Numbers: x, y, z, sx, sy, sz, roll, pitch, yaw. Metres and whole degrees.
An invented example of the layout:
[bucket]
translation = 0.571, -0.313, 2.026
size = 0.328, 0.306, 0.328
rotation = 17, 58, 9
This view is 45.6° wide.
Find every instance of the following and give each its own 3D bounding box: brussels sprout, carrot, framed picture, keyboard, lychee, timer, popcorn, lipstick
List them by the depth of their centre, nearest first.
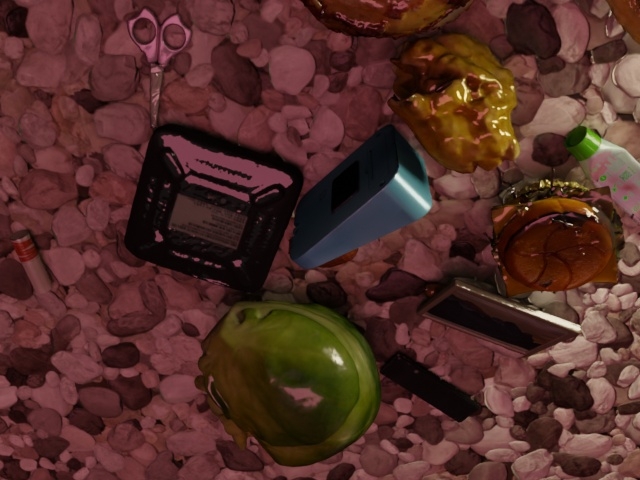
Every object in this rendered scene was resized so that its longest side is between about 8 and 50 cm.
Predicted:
[popcorn]
translation = 0.223, -0.231, 1.243
size = 0.190, 0.191, 0.253
rotation = -44, 101, 9
[timer]
translation = 0.062, -0.064, 1.321
size = 0.250, 0.232, 0.091
rotation = -35, 115, 22
[lychee]
translation = 0.003, 0.002, 1.434
size = 0.140, 0.101, 0.115
rotation = 9, 112, 6
[framed picture]
translation = 0.342, 0.157, 1.490
size = 0.265, 0.018, 0.192
rotation = 20, 154, -8
[brussels sprout]
translation = -0.049, 0.265, 1.500
size = 0.371, 0.276, 0.314
rotation = 43, 127, -11
[carrot]
translation = 0.285, 0.115, 1.520
size = 0.165, 0.036, 0.036
rotation = 14, 119, -7
[lipstick]
translation = -0.581, 0.044, 1.531
size = 0.038, 0.038, 0.131
rotation = -10, 119, 9
[keyboard]
translation = 0.237, 0.318, 1.646
size = 0.231, 0.023, 0.072
rotation = 33, 123, -14

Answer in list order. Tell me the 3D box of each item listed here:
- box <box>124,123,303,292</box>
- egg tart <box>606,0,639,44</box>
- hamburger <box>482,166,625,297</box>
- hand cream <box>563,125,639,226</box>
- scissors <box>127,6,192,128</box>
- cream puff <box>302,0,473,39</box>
[box]
translation = -0.205, -0.054, 1.431
size = 0.289, 0.073, 0.289
rotation = 19, 119, -8
[egg tart]
translation = 0.599, -0.465, 1.089
size = 0.442, 0.178, 0.444
rotation = 2, 117, 4
[hamburger]
translation = 0.417, -0.016, 1.371
size = 0.243, 0.139, 0.262
rotation = -8, 127, 11
[hand cream]
translation = 0.551, -0.108, 1.375
size = 0.275, 0.050, 0.079
rotation = 35, 141, -21
[scissors]
translation = -0.285, -0.296, 1.329
size = 0.110, 0.021, 0.212
rotation = 8, 120, -5
[cream puff]
translation = 0.099, -0.454, 1.095
size = 0.350, 0.229, 0.351
rotation = 3, 127, 4
